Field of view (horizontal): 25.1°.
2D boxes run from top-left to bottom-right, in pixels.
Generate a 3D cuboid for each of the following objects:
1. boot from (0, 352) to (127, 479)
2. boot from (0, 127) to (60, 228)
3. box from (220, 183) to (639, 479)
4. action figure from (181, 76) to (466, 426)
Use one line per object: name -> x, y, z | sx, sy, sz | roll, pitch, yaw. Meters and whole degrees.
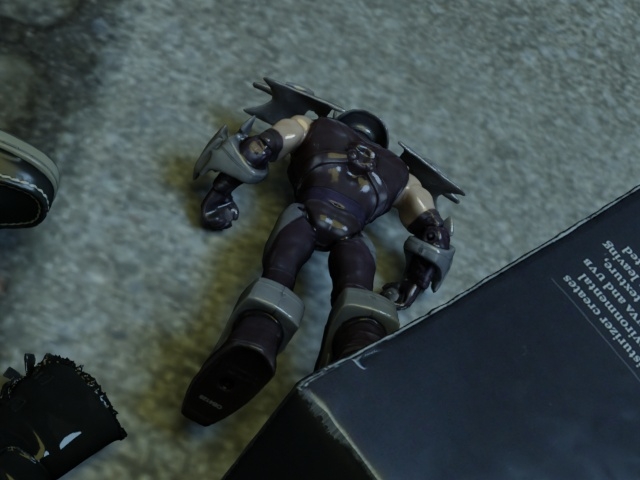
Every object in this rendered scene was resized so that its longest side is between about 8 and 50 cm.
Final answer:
boot -> -0.146, 0.126, 0.789 | 0.121, 0.045, 0.099 | 43, 46, 9
boot -> -0.269, 0.011, 0.783 | 0.237, 0.085, 0.178 | 9, 55, -13
box -> 0.089, 0.145, 0.725 | 0.294, 0.296, 0.182 | -26, 71, -36
action figure -> 0.000, 0.000, 0.920 | 0.185, 0.099, 0.285 | 20, 39, -3
